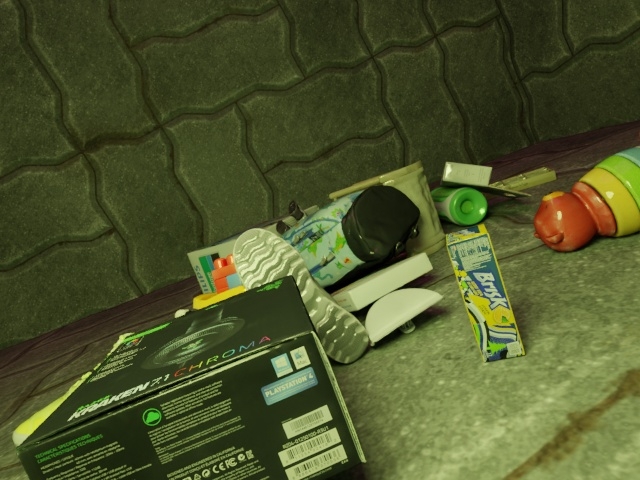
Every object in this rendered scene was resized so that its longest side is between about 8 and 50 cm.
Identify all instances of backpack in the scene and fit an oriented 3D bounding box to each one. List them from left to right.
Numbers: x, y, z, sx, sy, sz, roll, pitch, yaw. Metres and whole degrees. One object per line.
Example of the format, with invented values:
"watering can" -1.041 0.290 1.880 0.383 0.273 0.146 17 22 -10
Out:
"backpack" 0.043 0.014 1.101 0.290 0.273 0.355 -41 -9 -49

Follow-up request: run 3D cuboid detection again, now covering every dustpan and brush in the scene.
"dustpan and brush" 0.135 0.134 0.784 0.147 0.060 0.211 -31 15 -6

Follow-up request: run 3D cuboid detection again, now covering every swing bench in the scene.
"swing bench" 0.202 -0.067 1.226 0.254 0.253 0.165 -15 9 38

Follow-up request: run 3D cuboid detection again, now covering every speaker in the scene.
"speaker" 0.454 -0.121 1.433 0.131 0.131 0.296 -20 8 0

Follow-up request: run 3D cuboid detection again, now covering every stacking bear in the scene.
"stacking bear" 0.552 -0.081 0.794 0.289 0.164 0.175 -30 6 14

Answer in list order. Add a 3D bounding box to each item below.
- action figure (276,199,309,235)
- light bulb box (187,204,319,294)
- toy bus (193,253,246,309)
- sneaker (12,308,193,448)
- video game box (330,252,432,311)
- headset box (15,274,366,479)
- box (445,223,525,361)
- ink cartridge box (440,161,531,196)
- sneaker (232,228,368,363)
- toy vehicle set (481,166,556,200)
"action figure" 0.000 0.000 1.321 0.185 0.285 0.099 -51 26 3
"light bulb box" -0.200 0.059 1.492 0.361 0.225 0.358 -14 10 34
"toy bus" -0.166 0.140 0.781 0.220 0.212 0.149 -23 -7 23
"sneaker" -0.394 0.267 0.828 0.384 0.147 0.145 -25 11 -27
"video game box" 0.114 0.101 0.923 0.205 0.048 0.187 -24 -2 -24
"headset box" -0.113 0.157 0.465 0.246 0.131 0.283 -21 7 -5
"box" 0.216 0.069 0.552 0.054 0.169 0.059 -17 9 19
"ink cartridge box" 0.538 -0.197 1.391 0.261 0.066 0.296 11 7 13
"sneaker" -0.046 0.101 0.722 0.105 0.281 0.115 -42 3 -13
"toy vehicle set" 0.777 -0.226 1.667 0.266 0.035 0.166 -17 8 21
